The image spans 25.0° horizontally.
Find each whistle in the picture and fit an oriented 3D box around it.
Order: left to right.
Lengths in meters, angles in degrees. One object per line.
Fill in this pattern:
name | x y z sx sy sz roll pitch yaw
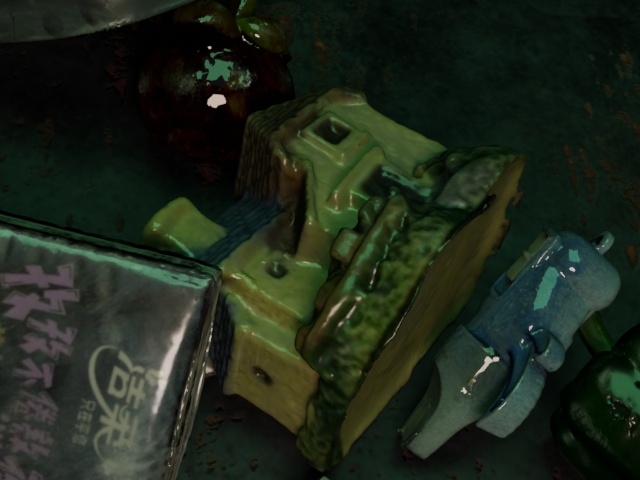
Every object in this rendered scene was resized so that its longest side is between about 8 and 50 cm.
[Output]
whistle | 0.171 0.093 1.308 0.093 0.269 0.180 38 8 -16

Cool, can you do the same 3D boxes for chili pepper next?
chili pepper | 0.289 0.149 1.316 0.165 0.174 0.261 -39 59 -8

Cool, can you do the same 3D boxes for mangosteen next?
mangosteen | -0.109 -0.168 1.468 0.172 0.184 0.172 -7 30 4

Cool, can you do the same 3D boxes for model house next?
model house | 0.000 0.000 1.313 0.266 0.261 0.321 30 46 16

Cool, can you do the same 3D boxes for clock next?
clock | -0.237 -0.318 1.519 0.386 0.076 0.386 -11 29 6

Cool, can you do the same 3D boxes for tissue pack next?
tissue pack | -0.279 0.103 1.180 0.361 0.259 0.122 13 8 -1

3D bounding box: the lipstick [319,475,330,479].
lipstick | 0.079 0.302 1.200 0.253 0.077 0.079 35 53 16
